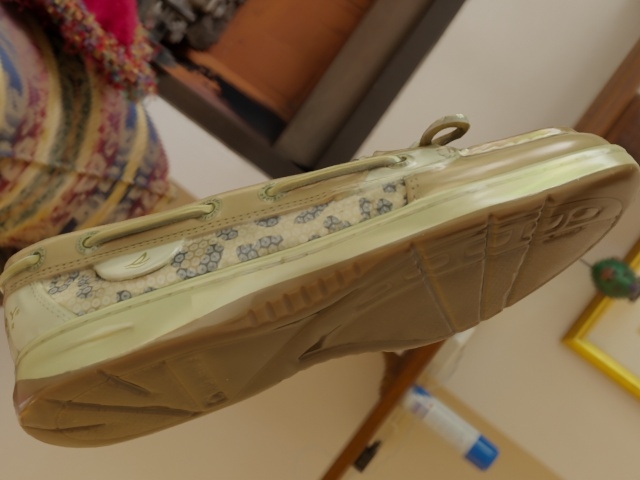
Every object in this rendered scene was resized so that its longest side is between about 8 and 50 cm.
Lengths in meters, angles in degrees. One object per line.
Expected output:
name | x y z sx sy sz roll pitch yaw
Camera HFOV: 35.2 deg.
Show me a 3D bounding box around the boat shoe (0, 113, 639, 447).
boat shoe | 0.000 0.000 0.442 0.285 0.089 0.104 -18 149 -9
